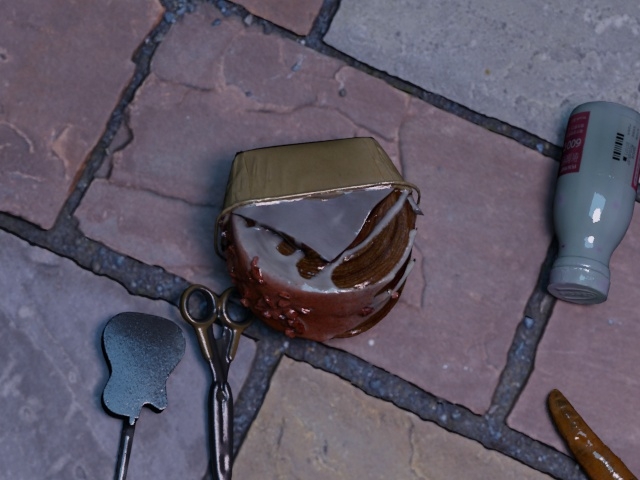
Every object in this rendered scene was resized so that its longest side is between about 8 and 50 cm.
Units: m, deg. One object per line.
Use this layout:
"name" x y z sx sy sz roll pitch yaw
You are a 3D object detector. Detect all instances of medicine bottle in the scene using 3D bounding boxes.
"medicine bottle" 0.302 -0.041 2.038 0.090 0.090 0.216 15 71 -4

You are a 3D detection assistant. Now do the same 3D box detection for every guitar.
"guitar" -0.199 0.188 1.919 0.088 0.025 0.233 11 71 -10

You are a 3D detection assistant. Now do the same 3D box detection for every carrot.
"carrot" 0.302 0.241 1.977 0.047 0.047 0.191 -35 75 -17

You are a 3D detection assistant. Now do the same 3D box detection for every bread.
"bread" 0.000 0.000 1.960 0.224 0.142 0.212 -7 59 -11

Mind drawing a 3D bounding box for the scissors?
"scissors" -0.106 0.154 1.944 0.088 0.017 0.220 5 75 -29
